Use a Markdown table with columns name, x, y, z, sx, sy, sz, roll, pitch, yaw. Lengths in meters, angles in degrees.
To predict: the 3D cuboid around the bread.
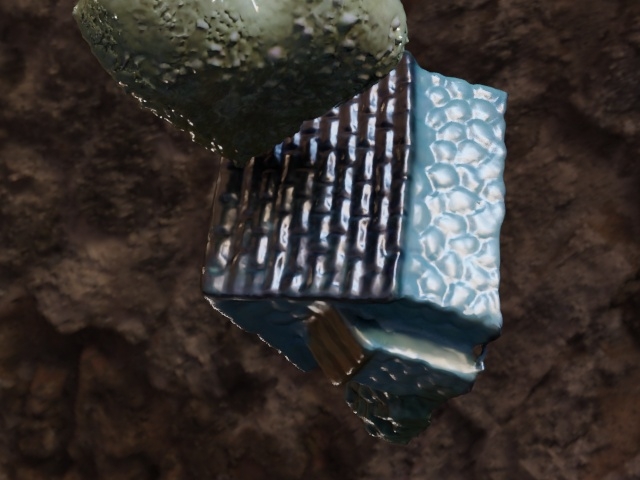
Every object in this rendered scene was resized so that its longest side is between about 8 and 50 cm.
| name | x | y | z | sx | sy | sz | roll | pitch | yaw |
| --- | --- | --- | --- | --- | --- | --- | --- | --- | --- |
| bread | -0.054 | -0.120 | 0.739 | 0.172 | 0.232 | 0.064 | 112 | -31 | -50 |

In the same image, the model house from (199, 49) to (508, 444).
| name | x | y | z | sx | sy | sz | roll | pitch | yaw |
| --- | --- | --- | --- | --- | --- | --- | --- | --- | --- |
| model house | 0.000 | 0.000 | 0.867 | 0.241 | 0.261 | 0.226 | 17 | -33 | -17 |
